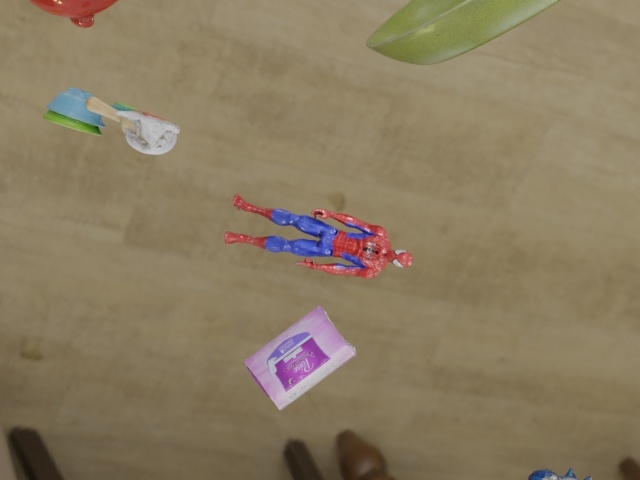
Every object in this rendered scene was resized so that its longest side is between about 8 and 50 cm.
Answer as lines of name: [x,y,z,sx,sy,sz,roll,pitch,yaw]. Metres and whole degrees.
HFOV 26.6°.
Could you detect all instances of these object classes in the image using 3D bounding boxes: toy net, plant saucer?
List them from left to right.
toy net: [-0.212,-0.124,1.502,0.122,0.232,0.045,16,95,-38]
plant saucer: [0.142,-0.188,0.951,0.241,0.241,0.037,-33,102,-2]

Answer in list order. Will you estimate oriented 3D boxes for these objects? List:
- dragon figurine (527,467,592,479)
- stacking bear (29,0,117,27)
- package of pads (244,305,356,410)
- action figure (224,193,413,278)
dragon figurine: [0.188,0.186,0.654,0.289,0.144,0.085,29,92,-48]
stacking bear: [-0.193,-0.283,1.124,0.164,0.175,0.289,-35,174,-24]
package of pads: [-0.017,0.099,1.136,0.083,0.050,0.032,-36,156,-6]
action figure: [0.000,0.000,0.820,0.115,0.030,0.038,12,84,9]
